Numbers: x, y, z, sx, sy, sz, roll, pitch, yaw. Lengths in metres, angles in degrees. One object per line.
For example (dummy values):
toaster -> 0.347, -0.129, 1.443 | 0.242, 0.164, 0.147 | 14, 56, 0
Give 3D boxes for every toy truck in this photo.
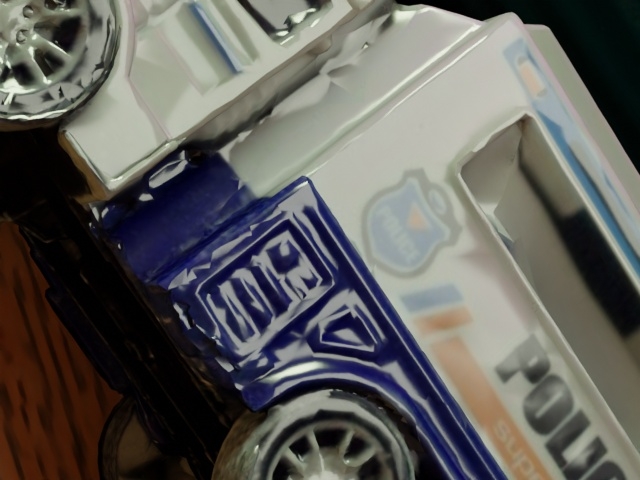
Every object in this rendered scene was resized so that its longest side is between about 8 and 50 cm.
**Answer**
toy truck -> 0.000, 0.000, 0.408 | 0.155, 0.124, 0.268 | -38, 103, -22

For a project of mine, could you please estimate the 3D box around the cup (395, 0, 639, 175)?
cup -> 0.112, -0.129, 0.536 | 0.292, 0.242, 0.308 | 54, 43, -12
